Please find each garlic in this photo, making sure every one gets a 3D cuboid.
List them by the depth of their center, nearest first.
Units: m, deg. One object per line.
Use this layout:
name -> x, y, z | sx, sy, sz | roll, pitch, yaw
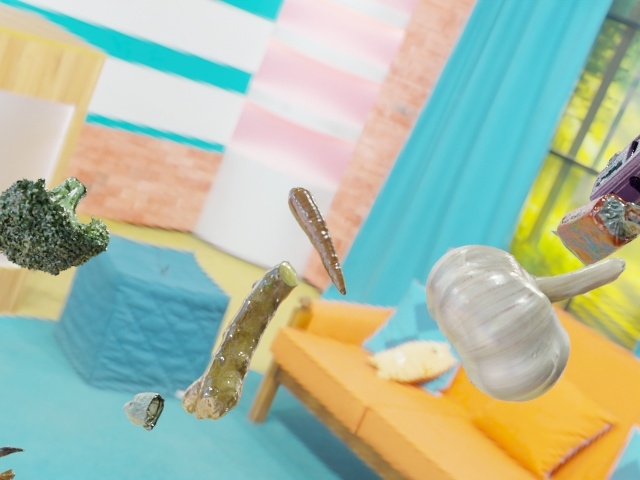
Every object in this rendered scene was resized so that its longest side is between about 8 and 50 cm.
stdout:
garlic -> 0.245, 0.072, 1.211 | 0.199, 0.226, 0.199 | 61, 4, -8

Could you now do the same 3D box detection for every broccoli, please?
broccoli -> -0.467, -0.045, 1.881 | 0.220, 0.194, 0.194 | 24, 12, 0

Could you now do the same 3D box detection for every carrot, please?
carrot -> 0.000, 0.000, 1.795 | 0.048, 0.048, 0.216 | 7, 50, -51

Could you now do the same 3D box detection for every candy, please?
candy -> 0.399, -0.015, 1.527 | 0.086, 0.059, 0.292 | 43, -12, 1

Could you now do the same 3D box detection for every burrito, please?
burrito -> -0.354, 0.334, 2.105 | 0.044, 0.074, 0.118 | 37, -24, -33

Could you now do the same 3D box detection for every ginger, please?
ginger -> -0.124, 0.164, 1.755 | 0.118, 0.298, 0.065 | 12, -25, 50

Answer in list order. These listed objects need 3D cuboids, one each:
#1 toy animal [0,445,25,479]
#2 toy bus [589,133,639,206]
toy animal -> -0.598, 0.394, 1.894 | 0.197, 0.160, 0.272 | -9, 50, 7
toy bus -> 0.480, -0.104, 1.559 | 0.087, 0.178, 0.098 | 40, 47, 1
